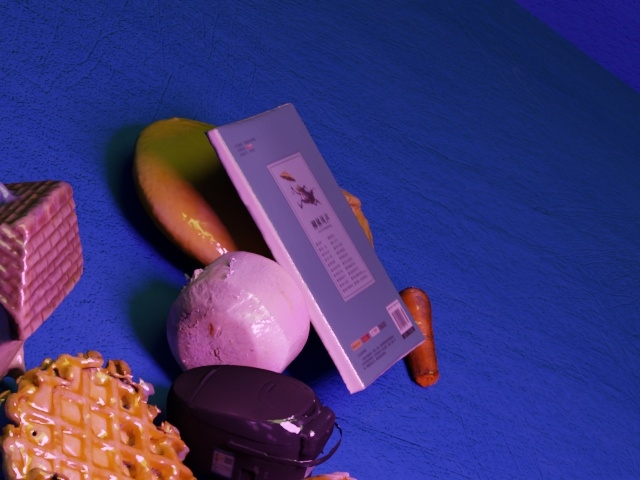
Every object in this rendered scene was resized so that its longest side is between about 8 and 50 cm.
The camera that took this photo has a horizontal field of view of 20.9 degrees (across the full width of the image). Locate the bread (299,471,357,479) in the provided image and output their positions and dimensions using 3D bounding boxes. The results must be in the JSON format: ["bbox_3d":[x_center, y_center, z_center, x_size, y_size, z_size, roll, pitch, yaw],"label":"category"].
[{"bbox_3d":[-0.067,0.335,1.816,0.288,0.119,0.152,-4,92,-52],"label":"bread"}]

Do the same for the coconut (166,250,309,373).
[{"bbox_3d":[-0.098,0.094,2.109,0.171,0.171,0.183,39,28,-4],"label":"coconut"}]

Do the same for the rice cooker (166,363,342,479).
[{"bbox_3d":[-0.079,0.214,1.976,0.203,0.118,0.142,19,25,17],"label":"rice cooker"}]

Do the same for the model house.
[{"bbox_3d":[-0.410,0.022,1.743,0.321,0.266,0.261,39,25,-4],"label":"model house"}]

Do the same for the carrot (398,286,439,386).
[{"bbox_3d":[0.137,0.135,2.450,0.055,0.055,0.161,23,41,-30],"label":"carrot"}]

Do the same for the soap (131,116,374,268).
[{"bbox_3d":[-0.067,-0.025,2.358,0.427,0.115,0.306,25,36,-26],"label":"soap"}]

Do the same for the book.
[{"bbox_3d":[0.000,0.000,2.256,0.379,0.031,0.264,61,23,2],"label":"book"}]

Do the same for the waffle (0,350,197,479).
[{"bbox_3d":[-0.223,0.238,1.819,0.262,0.060,0.280,56,27,-2],"label":"waffle"}]
